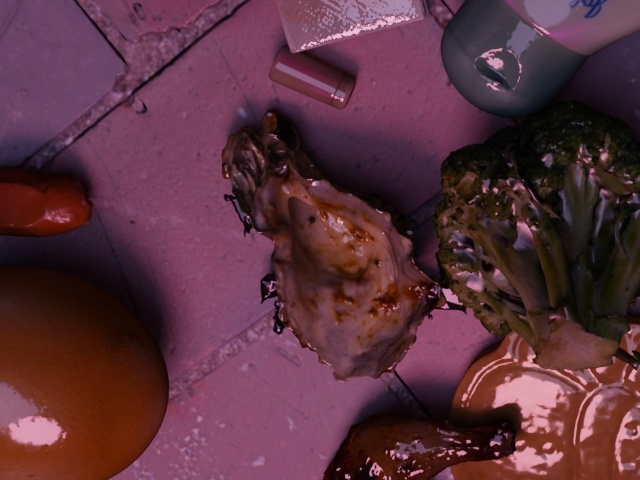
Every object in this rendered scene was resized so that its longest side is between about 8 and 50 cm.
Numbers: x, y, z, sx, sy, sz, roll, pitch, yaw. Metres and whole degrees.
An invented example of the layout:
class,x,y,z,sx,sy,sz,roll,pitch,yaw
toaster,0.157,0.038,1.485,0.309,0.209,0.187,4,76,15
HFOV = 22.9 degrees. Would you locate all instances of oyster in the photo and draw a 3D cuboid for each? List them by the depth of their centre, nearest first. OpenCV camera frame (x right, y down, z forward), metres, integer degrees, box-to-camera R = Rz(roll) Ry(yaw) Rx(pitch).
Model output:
class,x,y,z,sx,sy,sz,roll,pitch,yaw
oyster,-0.005,0.005,1.822,0.198,0.133,0.337,-43,81,9

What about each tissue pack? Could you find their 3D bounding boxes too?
class,x,y,z,sx,sy,sz,roll,pitch,yaw
tissue pack,0.002,-0.385,1.732,0.170,0.071,0.325,-11,107,19

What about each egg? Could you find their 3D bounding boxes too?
class,x,y,z,sx,sy,sz,roll,pitch,yaw
egg,-0.357,0.170,1.904,0.351,0.282,0.282,7,111,9

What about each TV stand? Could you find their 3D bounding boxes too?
class,x,y,z,sx,sy,sz,roll,pitch,yaw
TV stand,0.053,0.064,1.900,0.249,0.042,0.036,3,108,12

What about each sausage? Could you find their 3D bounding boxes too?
class,x,y,z,sx,sy,sz,roll,pitch,yaw
sausage,-0.365,-0.047,1.935,0.179,0.089,0.089,2,110,23

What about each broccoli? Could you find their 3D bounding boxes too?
class,x,y,z,sx,sy,sz,roll,pitch,yaw
broccoli,0.274,0.009,1.706,0.304,0.283,0.321,3,142,-2

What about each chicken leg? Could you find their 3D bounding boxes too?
class,x,y,z,sx,sy,sz,roll,pitch,yaw
chicken leg,0.100,0.296,1.933,0.177,0.083,0.322,31,124,1

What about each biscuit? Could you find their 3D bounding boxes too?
class,x,y,z,sx,sy,sz,roll,pitch,yaw
biscuit,0.322,0.230,1.892,0.351,0.057,0.312,-8,109,16

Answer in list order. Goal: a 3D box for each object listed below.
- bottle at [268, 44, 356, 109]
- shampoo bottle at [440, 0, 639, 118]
class,x,y,z,sx,sy,sz,roll,pitch,yaw
bottle,-0.009,-0.188,1.822,0.096,0.045,0.045,24,113,1
shampoo bottle,0.263,-0.282,1.667,0.222,0.151,0.349,37,114,-2
